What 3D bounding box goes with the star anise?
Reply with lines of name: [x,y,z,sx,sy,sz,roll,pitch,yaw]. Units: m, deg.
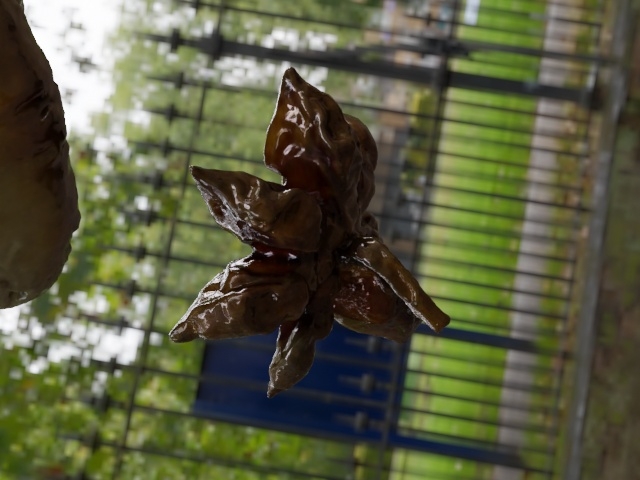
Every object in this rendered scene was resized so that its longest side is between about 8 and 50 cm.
star anise: [-0.003,-0.005,0.967,0.111,0.212,0.196,-16,74,46]

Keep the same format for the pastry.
pastry: [-0.261,-0.103,1.020,0.329,0.136,0.329,56,159,35]
